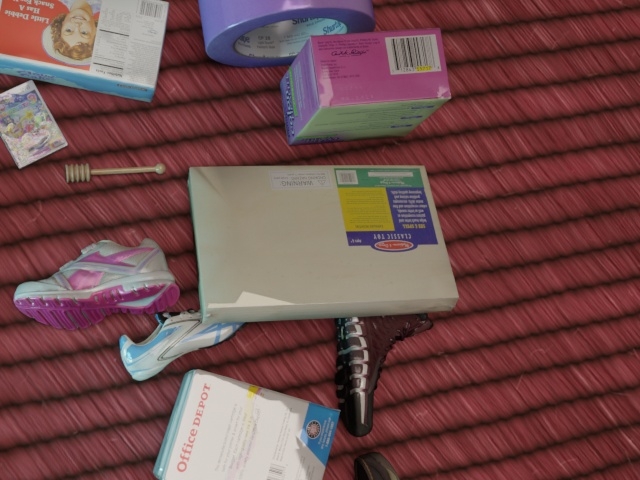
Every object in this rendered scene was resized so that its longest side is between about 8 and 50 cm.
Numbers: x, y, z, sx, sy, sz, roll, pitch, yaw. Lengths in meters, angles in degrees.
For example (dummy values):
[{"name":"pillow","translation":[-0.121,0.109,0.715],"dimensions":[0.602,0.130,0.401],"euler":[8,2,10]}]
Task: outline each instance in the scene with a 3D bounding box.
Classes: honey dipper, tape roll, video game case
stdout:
[{"name":"honey dipper","translation":[-0.330,-0.114,1.717],"dimensions":[0.160,0.030,0.030],"euler":[-6,82,-17]},{"name":"tape roll","translation":[-0.053,-0.362,1.696],"dimensions":[0.274,0.275,0.090],"euler":[-7,82,-15]},{"name":"video game case","translation":[-0.473,-0.186,1.703],"dimensions":[0.087,0.011,0.122],"euler":[-29,88,-16]}]

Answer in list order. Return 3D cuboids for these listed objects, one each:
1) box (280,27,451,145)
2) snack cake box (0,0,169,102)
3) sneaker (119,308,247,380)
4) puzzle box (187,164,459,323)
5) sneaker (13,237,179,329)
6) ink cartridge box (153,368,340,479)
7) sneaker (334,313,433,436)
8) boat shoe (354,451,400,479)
[{"name":"box","translation":[0.066,-0.245,1.721],"dimensions":[0.213,0.243,0.117],"euler":[-6,82,-14]},{"name":"snack cake box","translation":[-0.386,-0.326,1.707],"dimensions":[0.264,0.089,0.152],"euler":[10,80,-11]},{"name":"sneaker","translation":[-0.204,0.136,1.674],"dimensions":[0.237,0.085,0.086],"euler":[-26,98,-17]},{"name":"puzzle box","translation":[0.000,0.000,1.709],"dimensions":[0.408,0.052,0.272],"euler":[-1,55,-13]},{"name":"sneaker","translation":[-0.349,0.062,1.652],"dimensions":[0.252,0.103,0.111],"euler":[-8,58,-6]},{"name":"ink cartridge box","translation":[-0.118,0.311,1.623],"dimensions":[0.232,0.168,0.171],"euler":[19,76,-10]},{"name":"sneaker","translation":[0.111,0.176,1.737],"dimensions":[0.162,0.106,0.281],"euler":[0,80,-17]},{"name":"boat shoe","translation":[0.079,0.513,1.657],"dimensions":[0.130,0.132,0.355],"euler":[-5,81,-14]}]
